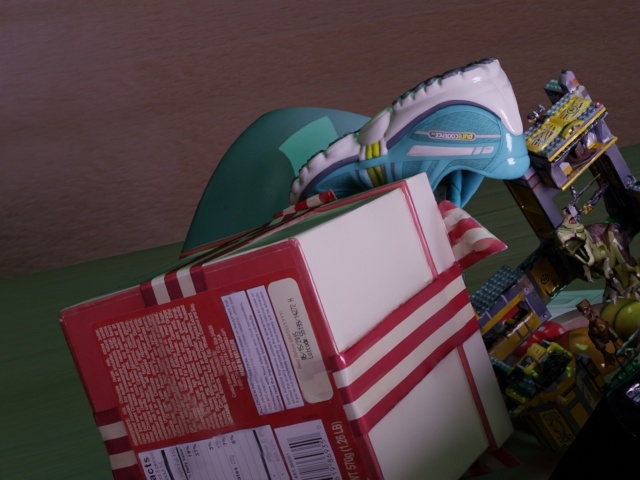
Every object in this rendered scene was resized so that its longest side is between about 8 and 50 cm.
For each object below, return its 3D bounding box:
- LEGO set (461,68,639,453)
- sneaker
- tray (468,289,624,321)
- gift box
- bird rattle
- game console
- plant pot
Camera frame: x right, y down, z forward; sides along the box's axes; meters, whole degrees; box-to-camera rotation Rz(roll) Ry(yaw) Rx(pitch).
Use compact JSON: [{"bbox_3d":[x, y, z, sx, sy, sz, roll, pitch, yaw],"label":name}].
[{"bbox_3d":[0.205,-0.002,1.119,0.331,0.192,0.255,-38,28,-5],"label":"LEGO set"},{"bbox_3d":[0.067,-0.051,1.094,0.107,0.110,0.275,-19,-8,-37],"label":"sneaker"},{"bbox_3d":[0.241,0.089,1.609,0.270,0.030,0.145,-5,10,33],"label":"tray"},{"bbox_3d":[0.007,0.102,0.995,0.276,0.255,0.258,-12,8,28],"label":"gift box"},{"bbox_3d":[0.239,0.099,1.213,0.253,0.143,0.207,-10,23,17],"label":"bird rattle"},{"bbox_3d":[0.109,0.176,0.751,0.361,0.044,0.213,-29,-25,-24],"label":"game console"},{"bbox_3d":[0.000,0.000,1.369,0.293,0.235,0.293,10,-15,3],"label":"plant pot"}]
